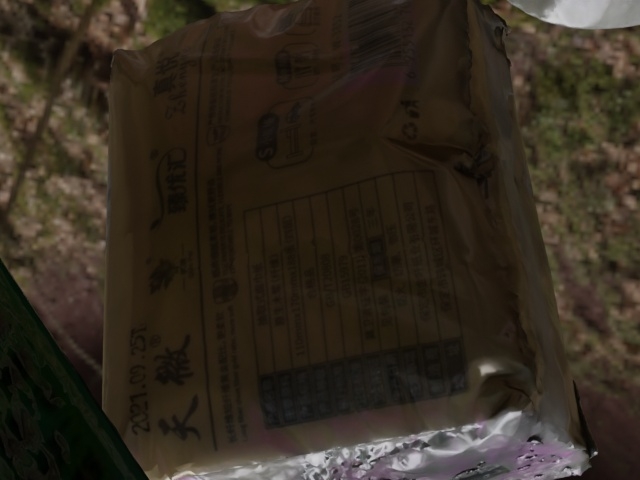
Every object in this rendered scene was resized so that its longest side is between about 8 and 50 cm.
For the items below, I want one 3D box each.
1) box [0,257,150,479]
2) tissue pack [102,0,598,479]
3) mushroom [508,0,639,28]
[{"bbox_3d":[-0.125,0.116,0.354,0.106,0.337,0.264,-27,-167,12],"label":"box"},{"bbox_3d":[0.000,0.000,0.625,0.215,0.257,0.123,-14,146,16],"label":"tissue pack"},{"bbox_3d":[0.201,-0.323,0.867,0.177,0.126,0.397,32,142,21],"label":"mushroom"}]
